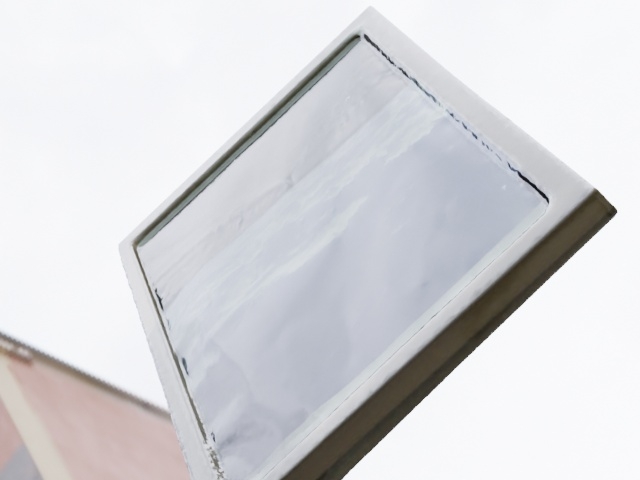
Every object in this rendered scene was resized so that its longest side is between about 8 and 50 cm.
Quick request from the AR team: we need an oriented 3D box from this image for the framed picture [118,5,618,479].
[{"bbox_3d":[0.000,0.000,0.587,0.189,0.260,0.023,-43,-61,6],"label":"framed picture"}]
